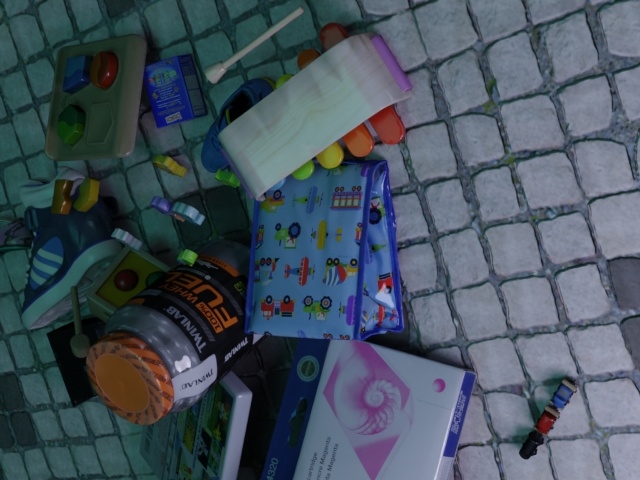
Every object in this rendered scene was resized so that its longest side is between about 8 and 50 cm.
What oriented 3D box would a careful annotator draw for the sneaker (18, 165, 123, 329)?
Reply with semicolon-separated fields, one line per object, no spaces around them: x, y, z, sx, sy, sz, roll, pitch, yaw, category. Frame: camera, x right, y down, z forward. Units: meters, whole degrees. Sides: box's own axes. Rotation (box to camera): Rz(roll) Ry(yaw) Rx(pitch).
-0.504;0.002;2.018;0.323;0.130;0.236;-41;72;40;sneaker

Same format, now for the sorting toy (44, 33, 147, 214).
-0.404;-0.198;1.845;0.229;0.041;0.307;2;84;41;sorting toy

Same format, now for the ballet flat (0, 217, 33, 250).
-0.664;-0.003;2.158;0.221;0.077;0.079;-14;78;32;ballet flat

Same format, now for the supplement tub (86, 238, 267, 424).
-0.216;0.146;1.719;0.193;0.316;0.194;17;126;25;supplement tub

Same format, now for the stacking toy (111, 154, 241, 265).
-0.240;-0.053;1.765;0.221;0.052;0.167;14;71;47;stacking toy

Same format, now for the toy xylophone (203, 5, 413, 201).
-0.032;-0.206;1.594;0.322;0.081;0.236;-25;89;23;toy xylophone

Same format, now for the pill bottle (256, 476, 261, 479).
-0.053;0.445;1.839;0.208;0.119;0.119;-40;81;36;pill bottle

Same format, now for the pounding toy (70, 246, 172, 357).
-0.364;0.110;1.865;0.181;0.206;0.094;32;155;9;pounding toy

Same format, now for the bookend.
-0.429;0.228;2.061;0.157;0.072;0.156;-15;97;36;bookend

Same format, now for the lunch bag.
0.000;0.000;1.665;0.221;0.138;0.293;0;93;35;lunch bag

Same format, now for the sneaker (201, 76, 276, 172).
-0.150;-0.183;1.731;0.069;0.082;0.209;50;127;9;sneaker

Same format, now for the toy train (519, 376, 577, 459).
0.332;0.262;1.565;0.027;0.036;0.158;36;122;21;toy train

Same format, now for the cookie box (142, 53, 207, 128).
-0.247;-0.251;1.800;0.092;0.040;0.107;-9;99;37;cookie box

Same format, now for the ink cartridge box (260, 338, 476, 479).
0.050;0.320;1.679;0.330;0.071;0.324;12;85;30;ink cartridge box

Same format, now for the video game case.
-0.231;0.331;1.914;0.300;0.036;0.329;39;126;46;video game case
